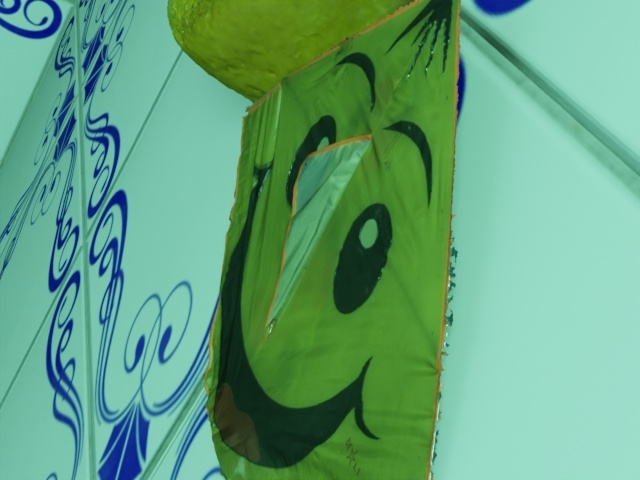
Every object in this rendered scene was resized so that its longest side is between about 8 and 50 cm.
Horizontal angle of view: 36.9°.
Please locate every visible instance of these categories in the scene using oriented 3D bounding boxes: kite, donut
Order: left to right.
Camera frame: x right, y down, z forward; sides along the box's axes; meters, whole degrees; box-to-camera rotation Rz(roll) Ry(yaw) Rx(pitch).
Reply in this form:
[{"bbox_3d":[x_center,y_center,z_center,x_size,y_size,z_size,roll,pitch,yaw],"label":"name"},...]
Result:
[{"bbox_3d":[-0.018,-0.225,0.686,0.277,0.109,0.277,-43,36,43],"label":"donut"},{"bbox_3d":[0.002,0.000,0.539,0.327,0.013,0.377,-62,30,24],"label":"kite"}]
